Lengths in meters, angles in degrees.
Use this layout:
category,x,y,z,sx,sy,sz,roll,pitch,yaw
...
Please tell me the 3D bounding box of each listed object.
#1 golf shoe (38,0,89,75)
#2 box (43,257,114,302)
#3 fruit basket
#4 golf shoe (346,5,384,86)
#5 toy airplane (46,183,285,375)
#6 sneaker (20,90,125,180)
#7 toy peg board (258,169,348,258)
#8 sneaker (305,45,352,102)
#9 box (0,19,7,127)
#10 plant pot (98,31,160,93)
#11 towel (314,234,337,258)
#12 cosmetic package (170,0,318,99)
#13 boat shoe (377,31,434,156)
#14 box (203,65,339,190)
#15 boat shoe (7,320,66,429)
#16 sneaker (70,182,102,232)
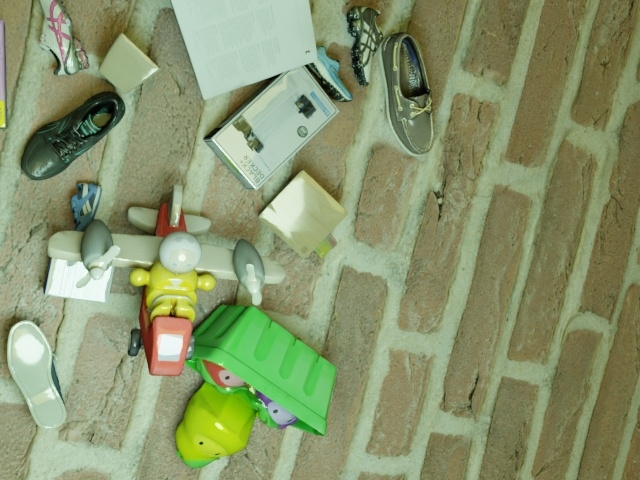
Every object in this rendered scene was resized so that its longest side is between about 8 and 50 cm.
category,x,y,z,sx,sy,sz,roll,pitch,yaw
golf shoe,-0.564,-0.443,1.501,0.086,0.067,0.186,-25,106,-17
box,-0.534,0.065,1.574,0.137,0.072,0.126,11,91,-24
fruit basket,-0.191,0.378,1.669,0.392,0.283,0.392,3,86,-35
golf shoe,0.122,-0.487,1.774,0.093,0.077,0.198,-8,101,-14
toy airplane,-0.310,0.042,1.501,0.384,0.272,0.386,47,56,5
sneaker,-0.534,-0.231,1.521,0.267,0.106,0.101,-45,112,-10
toy peg board,-0.046,-0.071,1.767,0.161,0.079,0.161,42,96,-16
sneaker,0.033,-0.414,1.759,0.073,0.063,0.162,-46,111,-15
box,-0.757,-0.333,1.407,0.242,0.117,0.214,-1,97,-23
plant pot,-0.425,-0.382,1.552,0.109,0.109,0.096,42,92,-21
towel,0.000,0.000,1.825,0.060,0.009,0.083,-43,109,-12
cosmetic package,-0.171,-0.510,1.506,0.284,0.097,0.377,-19,143,-6
boat shoe,0.234,-0.373,1.828,0.116,0.096,0.325,-19,103,-19
box,-0.116,-0.275,1.699,0.290,0.087,0.169,-44,110,-12
boat shoe,-0.624,0.291,1.562,0.095,0.079,0.255,-24,107,-21
sneaker,-0.525,-0.064,1.558,0.059,0.053,0.144,18,59,-18
